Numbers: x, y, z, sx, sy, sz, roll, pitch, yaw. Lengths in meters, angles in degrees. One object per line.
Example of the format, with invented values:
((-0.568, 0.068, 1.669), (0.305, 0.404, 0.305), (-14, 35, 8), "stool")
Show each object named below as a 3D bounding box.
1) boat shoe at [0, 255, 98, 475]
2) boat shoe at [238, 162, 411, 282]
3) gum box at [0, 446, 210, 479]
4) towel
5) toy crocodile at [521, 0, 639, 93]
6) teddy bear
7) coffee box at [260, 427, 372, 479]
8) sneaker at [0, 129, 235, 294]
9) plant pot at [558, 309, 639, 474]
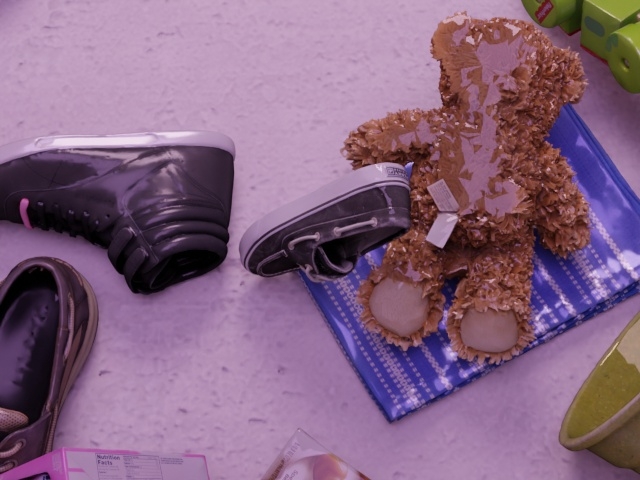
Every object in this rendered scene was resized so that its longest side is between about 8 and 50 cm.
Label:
((-0.308, 0.174, 1.352), (0.132, 0.130, 0.355), (11, 73, 5), "boat shoe")
((0.000, 0.000, 1.367), (0.078, 0.219, 0.070), (9, 63, -38), "boat shoe")
((-0.197, 0.229, 1.290), (0.107, 0.188, 0.062), (-25, 66, 32), "gum box")
((0.153, 0.004, 1.459), (0.336, 0.040, 0.243), (-28, 72, -9), "towel")
((0.301, -0.212, 1.444), (0.115, 0.105, 0.340), (-29, 51, -18), "toy crocodile")
((0.146, -0.046, 1.421), (0.245, 0.113, 0.338), (-6, 76, 9), "teddy bear")
((0.042, 0.300, 1.323), (0.246, 0.098, 0.141), (33, 76, 11), "coffee box")
((-0.222, -0.019, 1.434), (0.296, 0.104, 0.147), (-6, 66, -6), "sneaker")
((0.398, 0.157, 1.304), (0.254, 0.276, 0.276), (40, 75, 2), "plant pot")
